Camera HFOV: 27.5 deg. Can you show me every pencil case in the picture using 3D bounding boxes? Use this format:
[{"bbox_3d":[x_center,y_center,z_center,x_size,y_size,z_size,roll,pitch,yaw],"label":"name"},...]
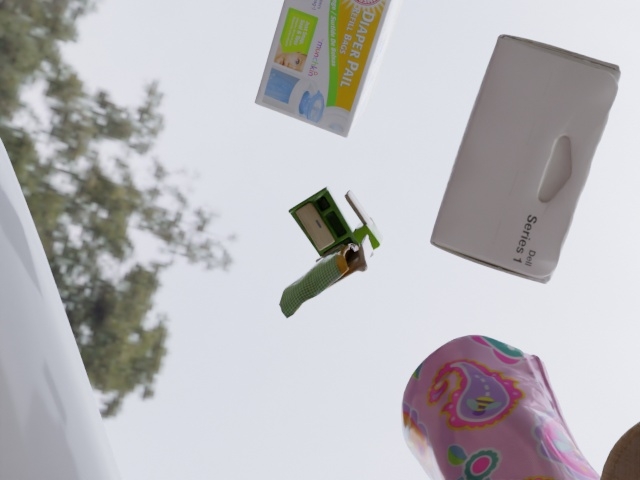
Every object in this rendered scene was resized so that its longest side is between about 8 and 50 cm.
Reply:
[{"bbox_3d":[0.143,0.179,0.849,0.124,0.124,0.284,-56,-153,16],"label":"pencil case"}]

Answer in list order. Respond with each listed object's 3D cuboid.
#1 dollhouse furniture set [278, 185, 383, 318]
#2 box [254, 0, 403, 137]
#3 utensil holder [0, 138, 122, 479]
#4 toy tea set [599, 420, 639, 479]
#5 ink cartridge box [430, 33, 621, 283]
[{"bbox_3d":[0.000,0.000,1.003,0.076,0.151,0.058,-32,-84,13],"label":"dollhouse furniture set"},{"bbox_3d":[0.019,-0.232,1.403,0.114,0.103,0.203,21,-62,6],"label":"box"},{"bbox_3d":[-0.329,0.125,0.961,0.327,0.328,0.385,-38,-118,31],"label":"utensil holder"},{"bbox_3d":[0.251,0.015,0.531,0.200,0.336,0.124,65,-7,-3],"label":"toy tea set"},{"bbox_3d":[0.150,-0.060,0.990,0.093,0.219,0.160,18,-87,6],"label":"ink cartridge box"}]
